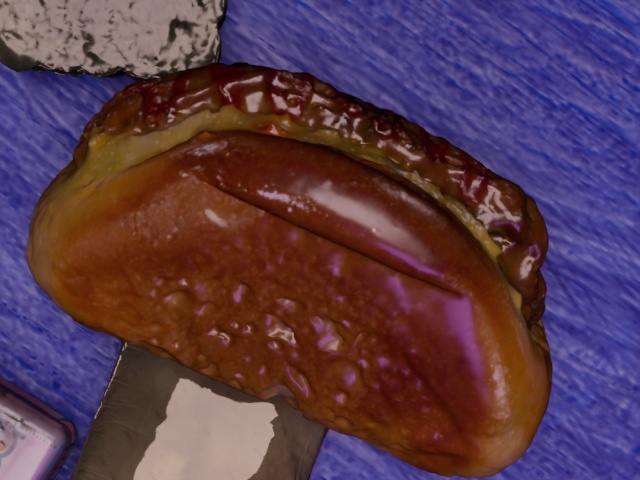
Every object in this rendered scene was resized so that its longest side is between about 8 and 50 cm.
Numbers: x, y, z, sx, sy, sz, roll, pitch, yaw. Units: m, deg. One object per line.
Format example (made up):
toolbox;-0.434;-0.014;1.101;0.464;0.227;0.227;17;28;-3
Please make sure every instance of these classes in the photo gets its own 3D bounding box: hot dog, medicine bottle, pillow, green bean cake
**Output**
hot dog;0.000;-0.001;1.415;0.405;0.185;0.223;23;125;-2
medicine bottle;-0.280;0.194;1.477;0.119;0.094;0.188;32;88;0
pillow;-0.104;0.200;1.495;0.185;0.075;0.302;22;86;-5
green bean cake;-0.158;-0.213;1.491;0.183;0.094;0.185;5;89;-3
